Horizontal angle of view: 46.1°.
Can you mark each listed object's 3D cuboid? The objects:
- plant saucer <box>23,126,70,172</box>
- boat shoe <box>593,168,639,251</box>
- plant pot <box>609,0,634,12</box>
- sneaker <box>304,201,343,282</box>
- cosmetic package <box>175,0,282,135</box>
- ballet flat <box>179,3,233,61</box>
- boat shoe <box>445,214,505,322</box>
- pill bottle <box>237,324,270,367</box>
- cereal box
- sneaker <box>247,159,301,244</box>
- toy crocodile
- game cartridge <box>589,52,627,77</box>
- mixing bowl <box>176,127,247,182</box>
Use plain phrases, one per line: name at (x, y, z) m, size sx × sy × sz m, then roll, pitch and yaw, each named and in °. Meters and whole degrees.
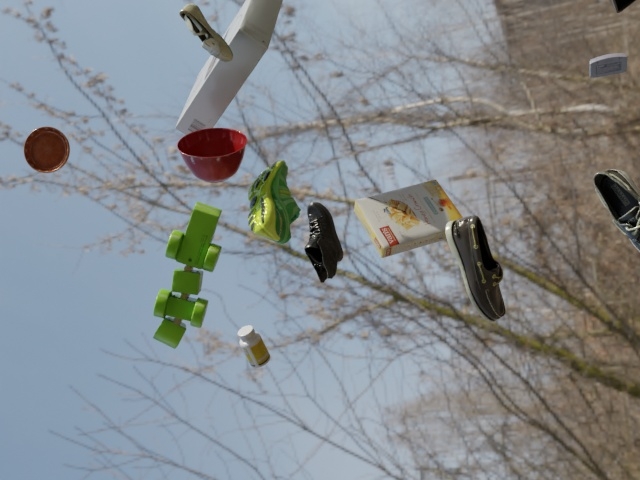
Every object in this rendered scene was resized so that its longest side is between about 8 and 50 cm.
plant saucer at (-0.487, -0.161, 1.341) m, size 0.013 × 0.083 × 0.084 m, roll 11°, pitch -108°, yaw -86°
boat shoe at (0.568, -0.036, 1.355) m, size 0.070 × 0.078 × 0.219 m, roll -4°, pitch -127°, yaw -47°
plant pot at (0.549, -0.547, 1.332) m, size 0.167 × 0.188 × 0.187 m, roll 57°, pitch -157°, yaw 15°
sneaker at (-0.002, 0.001, 1.590) m, size 0.089 × 0.051 × 0.170 m, roll -17°, pitch -98°, yaw -54°
cosmetic package at (-0.254, -0.492, 2.091) m, size 0.097 × 0.377 × 0.284 m, roll 31°, pitch -141°, yaw -17°
ballet flat at (-0.280, -0.493, 1.815) m, size 0.168 × 0.057 × 0.052 m, roll 52°, pitch -130°, yaw -5°
boat shoe at (0.326, 0.059, 1.512) m, size 0.081 × 0.068 × 0.228 m, roll -38°, pitch -74°, yaw -53°
pill bottle at (-0.193, 0.303, 2.155) m, size 0.065 × 0.065 × 0.116 m, roll -65°, pitch -41°, yaw -52°
cereal box at (0.227, -0.059, 1.913) m, size 0.047 × 0.240 × 0.173 m, roll 98°, pitch 150°, yaw -50°
sneaker at (-0.118, -0.095, 1.952) m, size 0.123 × 0.109 × 0.296 m, roll 40°, pitch -147°, yaw -28°
toy crocodile at (-0.297, 0.082, 1.691) m, size 0.105 × 0.115 × 0.341 m, roll -112°, pitch 36°, yaw -84°
game cartridge at (0.672, -0.410, 1.756) m, size 0.056 × 0.083 × 0.017 m, roll 62°, pitch -156°, yaw -54°
mixing bowl at (-0.277, -0.214, 1.960) m, size 0.181 × 0.181 × 0.098 m, roll -64°, pitch -23°, yaw -53°
